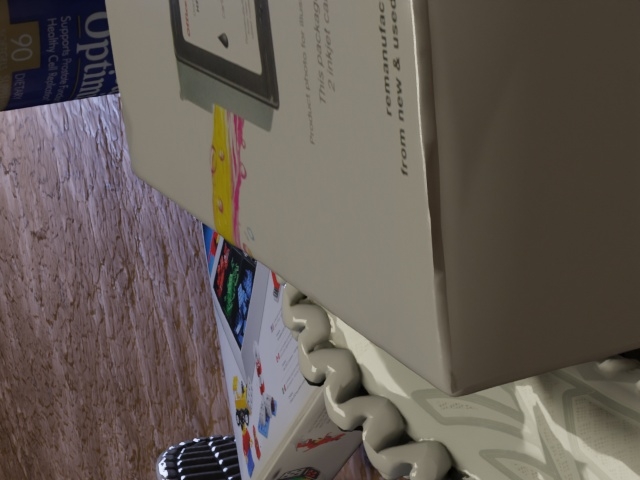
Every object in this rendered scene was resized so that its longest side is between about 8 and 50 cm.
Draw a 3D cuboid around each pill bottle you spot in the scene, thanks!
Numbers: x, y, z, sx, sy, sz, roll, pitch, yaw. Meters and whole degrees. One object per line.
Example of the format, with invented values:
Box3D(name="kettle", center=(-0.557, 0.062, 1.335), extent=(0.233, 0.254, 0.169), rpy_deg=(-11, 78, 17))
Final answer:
Box3D(name="pill bottle", center=(-0.104, -0.141, 0.872), extent=(0.123, 0.219, 0.123), rpy_deg=(169, 90, -69))

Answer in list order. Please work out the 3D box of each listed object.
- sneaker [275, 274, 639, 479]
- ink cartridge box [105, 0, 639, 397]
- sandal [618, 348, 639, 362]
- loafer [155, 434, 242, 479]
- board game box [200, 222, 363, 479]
Box3D(name="sneaker", center=(0.092, 0.074, 0.611), extent=(0.118, 0.110, 0.292), rpy_deg=(-46, 69, 21))
Box3D(name="ink cartridge box", center=(0.057, -0.102, 0.533), extent=(0.270, 0.198, 0.197), rpy_deg=(-148, 49, -62))
Box3D(name="sandal", center=(0.110, 0.066, 0.682), extent=(0.072, 0.049, 0.180), rpy_deg=(119, 136, -58))
Box3D(name="loafer", center=(-0.035, 0.220, 1.042), extent=(0.268, 0.102, 0.092), rpy_deg=(46, 136, 52))
Box3D(name="board game box", center=(0.000, 0.000, 0.876), extent=(0.305, 0.053, 0.193), rpy_deg=(119, 144, -58))
